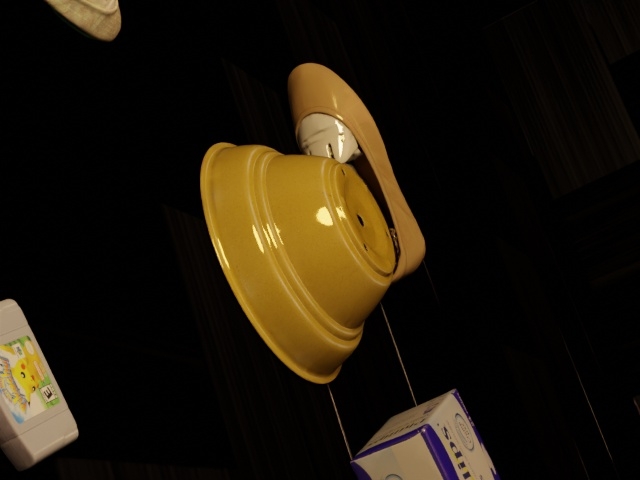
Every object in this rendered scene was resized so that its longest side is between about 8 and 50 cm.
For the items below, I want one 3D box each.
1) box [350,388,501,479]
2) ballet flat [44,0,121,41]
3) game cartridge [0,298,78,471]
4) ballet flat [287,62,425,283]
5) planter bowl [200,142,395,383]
[{"bbox_3d":[0.097,0.206,1.062,0.126,0.072,0.137,64,19,0],"label":"box"},{"bbox_3d":[-0.173,-0.184,0.872,0.168,0.052,0.057,28,40,-61],"label":"ballet flat"},{"bbox_3d":[-0.156,0.072,0.649,0.083,0.017,0.056,64,22,0],"label":"game cartridge"},{"bbox_3d":[0.031,-0.061,1.231,0.232,0.080,0.073,59,34,-12],"label":"ballet flat"},{"bbox_3d":[0.000,0.000,1.041,0.217,0.090,0.217,53,22,-32],"label":"planter bowl"}]
